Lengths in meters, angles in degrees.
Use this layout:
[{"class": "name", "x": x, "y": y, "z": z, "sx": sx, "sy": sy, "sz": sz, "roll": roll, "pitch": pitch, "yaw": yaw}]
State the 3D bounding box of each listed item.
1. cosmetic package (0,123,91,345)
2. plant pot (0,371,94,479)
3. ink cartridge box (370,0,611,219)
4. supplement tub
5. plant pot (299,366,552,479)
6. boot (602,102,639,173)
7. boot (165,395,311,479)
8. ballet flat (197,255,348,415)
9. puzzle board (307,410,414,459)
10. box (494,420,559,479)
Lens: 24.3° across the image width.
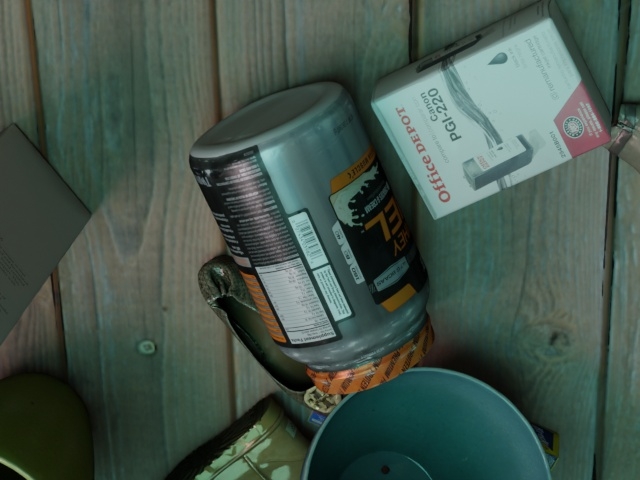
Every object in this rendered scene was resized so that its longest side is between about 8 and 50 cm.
[{"class": "cosmetic package", "x": -0.410, "y": 0.034, "z": 1.630, "sx": 0.197, "sy": 0.365, "sz": 0.155, "roll": -34, "pitch": 106, "yaw": 17}, {"class": "plant pot", "x": -0.382, "y": 0.283, "z": 1.773, "sx": 0.275, "sy": 0.293, "sz": 0.274, "roll": 3, "pitch": 114, "yaw": 7}, {"class": "ink cartridge box", "x": 0.185, "y": -0.142, "z": 1.615, "sx": 0.218, "sy": 0.092, "sz": 0.158, "roll": -24, "pitch": 107, "yaw": 19}, {"class": "supplement tub", "x": 0.000, "y": 0.000, "z": 1.648, "sx": 0.194, "sy": 0.193, "sz": 0.316, "roll": -19, "pitch": 110, "yaw": 16}, {"class": "plant pot", "x": 0.102, "y": 0.305, "z": 1.732, "sx": 0.290, "sy": 0.195, "sz": 0.290, "roll": 3, "pitch": 76, "yaw": -12}, {"class": "boot", "x": 0.353, "y": -0.094, "z": 1.641, "sx": 0.087, "sy": 0.042, "sz": 0.118, "roll": 20, "pitch": 114, "yaw": 7}, {"class": "boot", "x": -0.047, "y": 0.355, "z": 1.867, "sx": 0.236, "sy": 0.089, "sz": 0.269, "roll": -38, "pitch": 104, "yaw": 22}, {"class": "ballet flat", "x": -0.057, "y": 0.122, "z": 1.778, "sx": 0.084, "sy": 0.058, "sz": 0.250, "roll": -36, "pitch": 101, "yaw": 23}, {"class": "puzzle board", "x": 0.059, "y": 0.207, "z": 1.828, "sx": 0.128, "sy": 0.011, "sz": 0.096, "roll": 23, "pitch": 116, "yaw": -1}, {"class": "box", "x": 0.231, "y": 0.305, "z": 1.817, "sx": 0.054, "sy": 0.059, "sz": 0.169, "roll": 26, "pitch": 114, "yaw": -2}]
